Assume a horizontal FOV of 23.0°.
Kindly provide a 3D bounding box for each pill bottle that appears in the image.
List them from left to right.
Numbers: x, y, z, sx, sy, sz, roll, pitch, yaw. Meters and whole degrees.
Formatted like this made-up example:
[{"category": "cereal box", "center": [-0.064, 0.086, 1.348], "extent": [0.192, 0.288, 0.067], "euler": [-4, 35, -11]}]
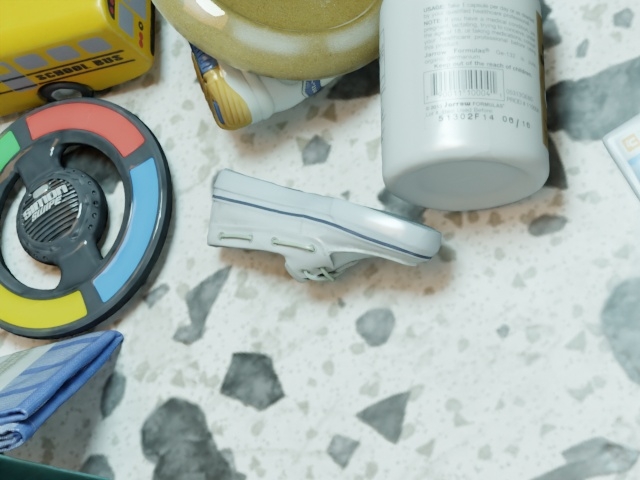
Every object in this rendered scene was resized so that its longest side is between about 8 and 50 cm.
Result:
[{"category": "pill bottle", "center": [0.112, -0.150, 1.258], "extent": [0.131, 0.131, 0.229], "euler": [-8, 70, 23]}]

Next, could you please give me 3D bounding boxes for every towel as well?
[{"category": "towel", "center": [-0.327, 0.151, 1.345], "extent": [0.285, 0.209, 0.034], "euler": [-16, 103, 19]}]

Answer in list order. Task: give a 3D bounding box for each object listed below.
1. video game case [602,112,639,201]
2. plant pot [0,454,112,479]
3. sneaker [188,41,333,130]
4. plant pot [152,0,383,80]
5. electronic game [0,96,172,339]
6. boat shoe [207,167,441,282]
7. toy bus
[{"category": "video game case", "center": [0.343, -0.046, 1.175], "extent": [0.193, 0.023, 0.212], "euler": [-33, 62, 12]}, {"category": "plant pot", "center": [-0.287, 0.306, 1.280], "extent": [0.234, 0.166, 0.165], "euler": [-29, 63, 19]}, {"category": "sneaker", "center": [-0.073, -0.230, 1.407], "extent": [0.131, 0.112, 0.296], "euler": [-20, 62, -5]}, {"category": "plant pot", "center": [-0.035, -0.237, 1.329], "extent": [0.236, 0.032, 0.236], "euler": [9, 56, -14]}, {"category": "electronic game", "center": [-0.236, -0.022, 1.429], "extent": [0.229, 0.048, 0.229], "euler": [-8, 70, 23]}, {"category": "boat shoe", "center": [0.000, 0.000, 1.302], "extent": [0.226, 0.083, 0.076], "euler": [16, 92, 40]}, {"category": "toy bus", "center": [-0.313, -0.184, 1.473], "extent": [0.333, 0.130, 0.108], "euler": [-11, 68, 22]}]
